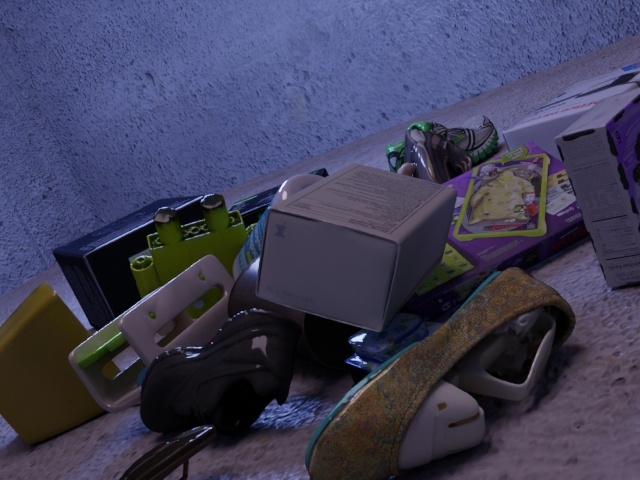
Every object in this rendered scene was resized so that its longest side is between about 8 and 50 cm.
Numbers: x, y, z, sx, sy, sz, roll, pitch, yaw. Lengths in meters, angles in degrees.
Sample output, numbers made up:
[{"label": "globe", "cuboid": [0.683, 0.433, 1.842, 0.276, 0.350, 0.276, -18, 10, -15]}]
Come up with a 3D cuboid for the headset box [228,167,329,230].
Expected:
[{"label": "headset box", "cuboid": [-0.082, -0.049, 2.207, 0.246, 0.131, 0.283, -21, 10, 9]}]

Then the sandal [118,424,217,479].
[{"label": "sandal", "cuboid": [-0.194, 0.286, 1.054, 0.219, 0.060, 0.090, -44, 12, -22]}]

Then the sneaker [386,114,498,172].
[{"label": "sneaker", "cuboid": [0.289, -0.225, 2.235, 0.344, 0.146, 0.134, -32, 13, -39]}]

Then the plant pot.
[{"label": "plant pot", "cuboid": [-0.457, 0.212, 1.592, 0.187, 0.212, 0.212, -39, 15, -14]}]

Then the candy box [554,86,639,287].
[{"label": "candy box", "cuboid": [0.373, -0.067, 1.158, 0.070, 0.196, 0.165, -13, 15, 41]}]

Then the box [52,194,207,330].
[{"label": "box", "cuboid": [-0.392, 0.055, 2.148, 0.294, 0.211, 0.395, -28, 13, -21]}]

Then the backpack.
[{"label": "backpack", "cuboid": [0.096, 0.130, 1.101, 0.114, 0.084, 0.105, -24, 13, -23]}]

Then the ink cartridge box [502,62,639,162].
[{"label": "ink cartridge box", "cuboid": [0.512, -0.215, 1.758, 0.223, 0.129, 0.307, -12, 16, 45]}]

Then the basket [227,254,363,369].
[{"label": "basket", "cuboid": [-0.002, 0.091, 1.338, 0.204, 0.154, 0.227, -25, 14, -17]}]

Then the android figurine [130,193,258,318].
[{"label": "android figurine", "cuboid": [-0.202, 0.046, 1.694, 0.248, 0.272, 0.056, -15, 41, -8]}]

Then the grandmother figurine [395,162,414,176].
[{"label": "grandmother figurine", "cuboid": [0.123, -0.066, 1.927, 0.208, 0.104, 0.342, -40, 8, 12]}]

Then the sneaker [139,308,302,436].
[{"label": "sneaker", "cuboid": [-0.141, 0.195, 1.224, 0.286, 0.109, 0.130, -36, 39, 36]}]

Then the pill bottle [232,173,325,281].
[{"label": "pill bottle", "cuboid": [-0.052, 0.025, 1.580, 0.146, 0.146, 0.264, -36, -14, -48]}]

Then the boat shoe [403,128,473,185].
[{"label": "boat shoe", "cuboid": [0.249, -0.147, 1.960, 0.130, 0.132, 0.355, -1, 27, -1]}]

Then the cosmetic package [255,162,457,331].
[{"label": "cosmetic package", "cuboid": [0.055, -0.004, 1.190, 0.160, 0.113, 0.309, 16, 19, 17]}]

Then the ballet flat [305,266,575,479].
[{"label": "ballet flat", "cuboid": [0.135, 0.140, 0.940, 0.349, 0.123, 0.123, -34, 15, -37]}]

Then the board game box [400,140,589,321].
[{"label": "board game box", "cuboid": [0.229, -0.019, 1.400, 0.347, 0.056, 0.208, -26, 44, -14]}]

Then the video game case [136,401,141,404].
[{"label": "video game case", "cuboid": [-0.168, 0.188, 1.529, 0.206, 0.026, 0.227, -14, 15, 42]}]

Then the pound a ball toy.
[{"label": "pound a ball toy", "cuboid": [-0.250, 0.155, 1.488, 0.208, 0.135, 0.319, -33, 4, 29]}]
